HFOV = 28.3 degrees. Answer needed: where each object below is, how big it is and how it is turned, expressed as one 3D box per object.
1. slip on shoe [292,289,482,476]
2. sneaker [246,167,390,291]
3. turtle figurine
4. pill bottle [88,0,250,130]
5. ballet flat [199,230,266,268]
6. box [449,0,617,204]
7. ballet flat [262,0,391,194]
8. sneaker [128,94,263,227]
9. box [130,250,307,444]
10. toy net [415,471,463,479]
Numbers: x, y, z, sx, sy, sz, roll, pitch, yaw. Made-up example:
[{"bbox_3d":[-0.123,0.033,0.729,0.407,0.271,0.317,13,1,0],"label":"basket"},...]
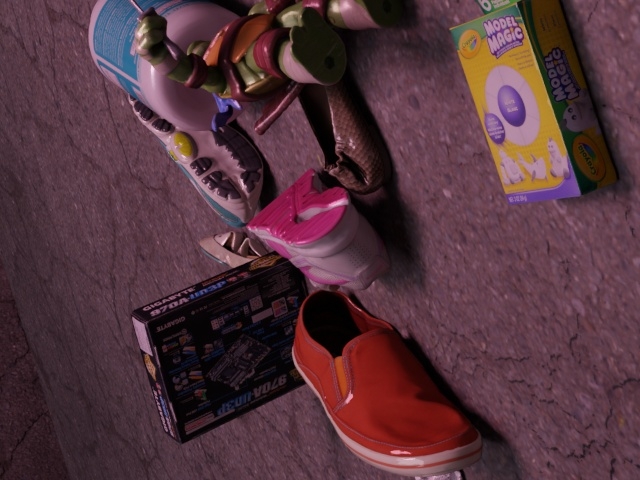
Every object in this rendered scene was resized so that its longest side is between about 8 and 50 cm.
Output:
[{"bbox_3d":[0.060,0.152,1.379,0.331,0.123,0.101,-138,38,-55],"label":"slip on shoe"},{"bbox_3d":[0.000,0.000,1.384,0.111,0.103,0.252,49,178,-18],"label":"sneaker"},{"bbox_3d":[-0.074,-0.233,1.201,0.266,0.198,0.275,5,101,49],"label":"turtle figurine"},{"bbox_3d":[-0.189,-0.236,1.536,0.264,0.146,0.146,36,141,51],"label":"pill bottle"},{"bbox_3d":[-0.107,0.016,1.718,0.168,0.057,0.052,33,111,48],"label":"ballet flat"},{"bbox_3d":[0.163,-0.121,1.000,0.105,0.043,0.179,-7,102,66],"label":"box"},{"bbox_3d":[-0.006,-0.156,1.317,0.250,0.058,0.084,64,156,10],"label":"ballet flat"},{"bbox_3d":[-0.166,-0.128,1.648,0.275,0.107,0.110,57,164,25],"label":"sneaker"},{"bbox_3d":[-0.112,0.131,1.595,0.051,0.220,0.175,24,132,55],"label":"box"},{"bbox_3d":[0.085,0.242,1.485,0.232,0.045,0.122,39,144,49],"label":"toy net"}]
